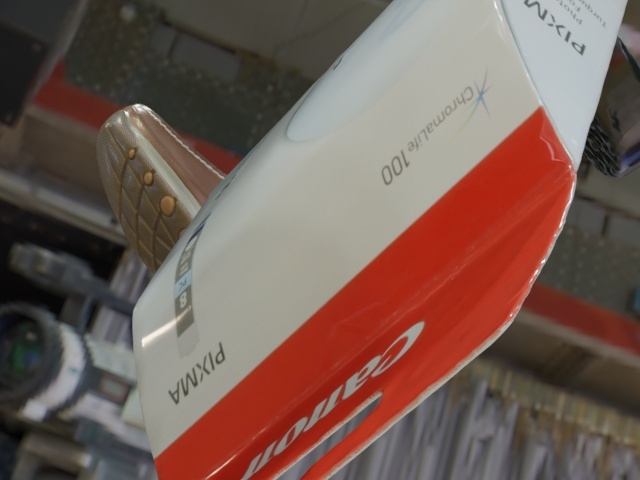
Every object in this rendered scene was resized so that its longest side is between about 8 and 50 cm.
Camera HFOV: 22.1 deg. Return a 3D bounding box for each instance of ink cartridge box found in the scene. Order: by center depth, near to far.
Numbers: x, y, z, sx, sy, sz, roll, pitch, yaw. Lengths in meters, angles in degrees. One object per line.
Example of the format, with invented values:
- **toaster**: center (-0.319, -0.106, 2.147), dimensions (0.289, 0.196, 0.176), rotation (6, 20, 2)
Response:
- **ink cartridge box**: center (0.000, 0.000, 0.804), dimensions (0.091, 0.385, 0.308), rotation (42, -57, -8)

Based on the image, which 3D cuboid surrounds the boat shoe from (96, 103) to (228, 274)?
- **boat shoe**: center (-0.073, 0.005, 1.468), dimensions (0.324, 0.116, 0.123), rotation (52, -33, -10)

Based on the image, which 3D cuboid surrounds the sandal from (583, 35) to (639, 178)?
- **sandal**: center (0.116, -0.244, 1.113), dimensions (0.445, 0.107, 0.167), rotation (57, -1, 14)
